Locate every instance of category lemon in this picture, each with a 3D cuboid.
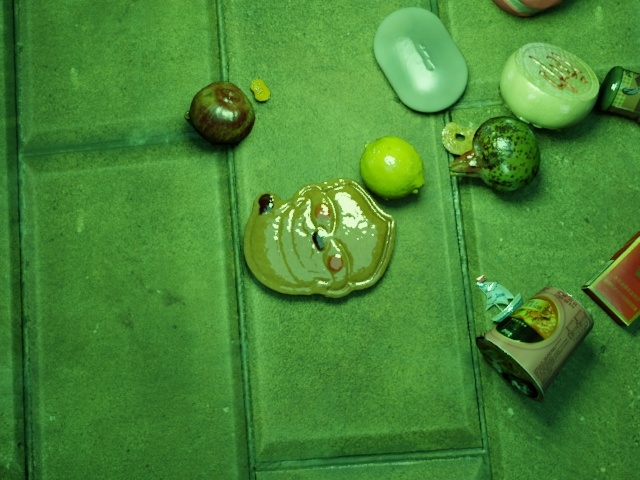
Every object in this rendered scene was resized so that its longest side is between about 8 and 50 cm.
[{"bbox_3d":[0.205,-0.205,1.720,0.206,0.173,0.173,38,88,18],"label":"lemon"}]

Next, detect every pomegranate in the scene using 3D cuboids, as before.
[{"bbox_3d":[0.480,-0.234,1.691,0.247,0.214,0.214,-15,83,12],"label":"pomegranate"}]

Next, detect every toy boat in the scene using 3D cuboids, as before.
[{"bbox_3d":[0.518,0.162,1.733,0.105,0.034,0.149,-21,70,5],"label":"toy boat"}]

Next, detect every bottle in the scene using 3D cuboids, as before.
[{"bbox_3d":[0.936,-0.399,1.704,0.271,0.143,0.156,19,111,9],"label":"bottle"}]

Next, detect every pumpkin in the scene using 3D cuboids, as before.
[{"bbox_3d":[-0.180,-0.457,1.848,0.050,0.028,0.083,-26,74,3],"label":"pumpkin"}]

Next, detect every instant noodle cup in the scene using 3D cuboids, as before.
[{"bbox_3d":[0.586,0.264,1.627,0.255,0.244,0.244,-43,82,-10],"label":"instant noodle cup"}]

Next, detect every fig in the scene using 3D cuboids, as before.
[{"bbox_3d":[-0.296,-0.363,1.776,0.205,0.205,0.205,0,84,4],"label":"fig"}]

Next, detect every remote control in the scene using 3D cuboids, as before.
[{"bbox_3d":[0.294,-0.534,1.783,0.221,0.103,0.332,-30,82,7],"label":"remote control"}]

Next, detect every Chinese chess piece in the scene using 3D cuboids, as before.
[{"bbox_3d":[0.637,-0.432,1.690,0.270,0.112,0.270,7,54,-9],"label":"Chinese chess piece"}]

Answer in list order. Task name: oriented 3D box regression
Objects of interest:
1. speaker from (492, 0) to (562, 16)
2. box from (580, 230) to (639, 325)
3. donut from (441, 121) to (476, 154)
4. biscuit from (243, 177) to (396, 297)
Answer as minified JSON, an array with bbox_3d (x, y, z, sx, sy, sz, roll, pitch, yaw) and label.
[{"bbox_3d":[0.608,-0.785,1.698,0.294,0.294,0.294,0,84,4],"label":"speaker"},{"bbox_3d":[0.876,0.104,1.688,0.240,0.074,0.153,-44,79,0],"label":"box"},{"bbox_3d":[0.406,-0.296,1.779,0.108,0.043,0.097,21,86,4],"label":"donut"},{"bbox_3d":[0.000,0.000,1.769,0.455,0.078,0.350,-12,87,3],"label":"biscuit"}]
